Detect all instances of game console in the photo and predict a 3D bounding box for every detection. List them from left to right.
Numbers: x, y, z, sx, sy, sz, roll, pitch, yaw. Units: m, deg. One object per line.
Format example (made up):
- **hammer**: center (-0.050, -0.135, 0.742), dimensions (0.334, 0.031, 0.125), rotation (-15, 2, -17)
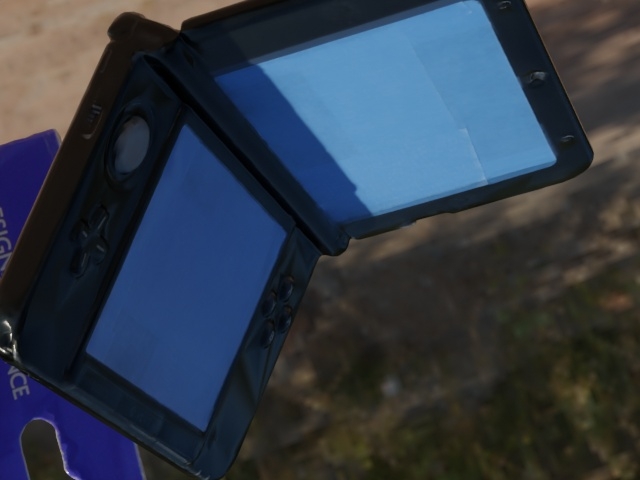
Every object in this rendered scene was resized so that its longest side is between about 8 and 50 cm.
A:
- **game console**: center (0.000, 0.000, 0.422), dimensions (0.071, 0.107, 0.122), rotation (17, 166, 23)

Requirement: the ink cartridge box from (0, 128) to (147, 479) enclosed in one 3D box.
- **ink cartridge box**: center (-0.127, 0.096, 0.483), dimensions (0.208, 0.206, 0.045), rotation (-19, -166, -27)
